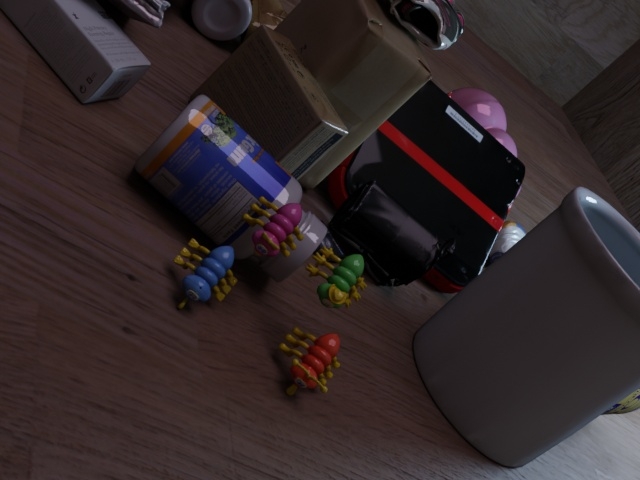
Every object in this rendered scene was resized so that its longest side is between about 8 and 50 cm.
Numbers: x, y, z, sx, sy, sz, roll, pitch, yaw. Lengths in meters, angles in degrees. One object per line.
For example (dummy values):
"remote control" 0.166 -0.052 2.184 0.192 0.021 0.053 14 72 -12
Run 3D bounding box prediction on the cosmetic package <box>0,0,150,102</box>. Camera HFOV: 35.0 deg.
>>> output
"cosmetic package" -0.377 -0.320 1.530 0.231 0.085 0.117 50 23 3

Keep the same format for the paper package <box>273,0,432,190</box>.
"paper package" 0.011 -0.311 1.876 0.168 0.325 0.309 34 26 -31

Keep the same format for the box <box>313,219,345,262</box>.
"box" 0.000 0.000 1.747 0.067 0.018 0.083 8 45 -56

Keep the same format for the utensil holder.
"utensil holder" 0.396 0.153 1.720 0.328 0.385 0.327 37 26 -22

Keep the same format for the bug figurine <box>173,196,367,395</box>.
"bug figurine" -0.050 0.066 1.370 0.279 0.216 0.072 40 -20 -14

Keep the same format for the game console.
"game console" 0.217 -0.119 2.006 0.386 0.060 0.342 38 64 -23

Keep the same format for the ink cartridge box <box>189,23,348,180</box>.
"ink cartridge box" -0.090 -0.211 1.706 0.088 0.193 0.234 15 39 -54

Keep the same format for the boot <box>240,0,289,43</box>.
"boot" -0.033 -0.449 2.149 0.270 0.089 0.236 16 52 -18

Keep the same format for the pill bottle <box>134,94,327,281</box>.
"pill bottle" -0.124 -0.070 1.480 0.272 0.152 0.152 42 24 -10

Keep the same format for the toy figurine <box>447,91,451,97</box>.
"toy figurine" 0.127 -0.299 2.241 0.362 0.191 0.217 34 32 -26

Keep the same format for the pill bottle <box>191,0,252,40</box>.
"pill bottle" -0.204 -0.507 2.071 0.121 0.121 0.216 34 27 -28

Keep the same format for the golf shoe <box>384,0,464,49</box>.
"golf shoe" 0.150 -0.454 1.804 0.273 0.105 0.120 45 30 -6

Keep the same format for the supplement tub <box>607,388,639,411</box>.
"supplement tub" 0.536 0.228 2.021 0.331 0.241 0.241 11 42 -54

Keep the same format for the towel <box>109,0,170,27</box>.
"towel" -0.401 -0.467 1.621 0.332 0.053 0.317 37 0 -25

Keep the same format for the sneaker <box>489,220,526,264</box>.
"sneaker" 0.464 0.063 2.367 0.296 0.112 0.131 28 55 -47

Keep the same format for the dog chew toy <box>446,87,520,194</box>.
"dog chew toy" 0.406 -0.226 2.589 0.207 0.207 0.331 13 49 -52

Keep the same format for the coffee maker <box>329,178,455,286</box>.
"coffee maker" 0.127 -0.021 1.808 0.178 0.171 0.120 40 41 -13
